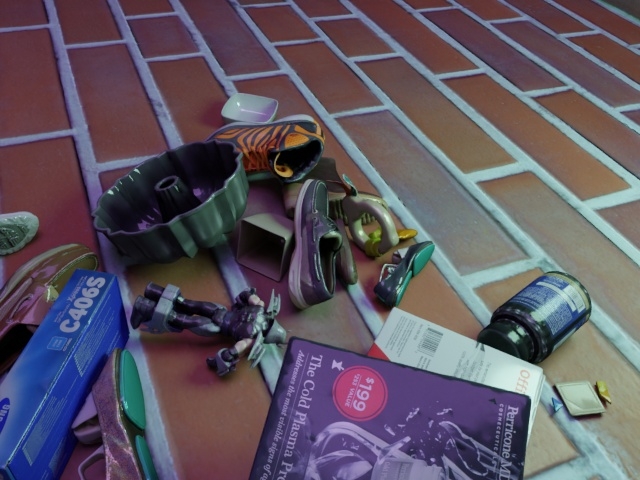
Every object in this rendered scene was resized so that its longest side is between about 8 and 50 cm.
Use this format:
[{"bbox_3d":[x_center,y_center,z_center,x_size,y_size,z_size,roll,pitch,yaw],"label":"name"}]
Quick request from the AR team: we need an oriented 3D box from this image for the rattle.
[{"bbox_3d":[0.119,-0.075,1.294,0.142,0.130,0.200,-30,81,-19],"label":"rattle"}]

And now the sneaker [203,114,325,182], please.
[{"bbox_3d":[-0.145,-0.201,1.388,0.321,0.125,0.180,-18,33,2],"label":"sneaker"}]

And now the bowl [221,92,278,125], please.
[{"bbox_3d":[-0.195,-0.348,1.651,0.142,0.053,0.142,11,41,6],"label":"bowl"}]

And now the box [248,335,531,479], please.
[{"bbox_3d":[0.069,0.336,0.747,0.312,0.179,0.343,13,66,7],"label":"box"}]

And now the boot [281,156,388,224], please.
[{"bbox_3d":[0.034,-0.136,1.412,0.248,0.090,0.207,2,44,1],"label":"boot"}]

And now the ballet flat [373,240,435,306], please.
[{"bbox_3d":[0.170,0.056,1.235,0.074,0.074,0.203,25,48,20],"label":"ballet flat"}]

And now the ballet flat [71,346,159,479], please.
[{"bbox_3d":[-0.314,0.300,0.892,0.106,0.107,0.316,-22,47,-9],"label":"ballet flat"}]

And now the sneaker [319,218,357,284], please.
[{"bbox_3d":[0.032,0.030,1.264,0.071,0.066,0.188,-16,40,4],"label":"sneaker"}]

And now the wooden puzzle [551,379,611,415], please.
[{"bbox_3d":[0.462,0.281,1.058,0.116,0.014,0.078,2,38,-5],"label":"wooden puzzle"}]

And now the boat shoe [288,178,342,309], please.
[{"bbox_3d":[0.000,0.000,1.198,0.092,0.103,0.285,-9,57,25],"label":"boat shoe"}]

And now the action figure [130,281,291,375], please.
[{"bbox_3d":[-0.188,0.147,1.080,0.285,0.099,0.185,14,35,3],"label":"action figure"}]

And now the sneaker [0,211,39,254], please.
[{"bbox_3d":[-0.702,-0.018,1.209,0.232,0.090,0.115,-23,46,-29],"label":"sneaker"}]

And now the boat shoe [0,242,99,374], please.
[{"bbox_3d":[-0.514,0.139,1.044,0.120,0.122,0.324,31,56,18],"label":"boat shoe"}]

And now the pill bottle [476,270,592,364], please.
[{"bbox_3d":[0.397,0.154,1.108,0.219,0.123,0.123,-27,51,-31],"label":"pill bottle"}]

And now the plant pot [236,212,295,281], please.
[{"bbox_3d":[-0.100,0.002,1.245,0.109,0.109,0.096,23,33,19],"label":"plant pot"}]

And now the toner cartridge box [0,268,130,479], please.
[{"bbox_3d":[-0.404,0.223,0.917,0.075,0.165,0.348,8,41,4],"label":"toner cartridge box"}]

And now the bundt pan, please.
[{"bbox_3d":[-0.292,-0.071,1.232,0.330,0.124,0.331,-15,35,11],"label":"bundt pan"}]

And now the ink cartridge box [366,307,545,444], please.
[{"bbox_3d":[0.203,0.258,0.979,0.273,0.114,0.197,21,44,17],"label":"ink cartridge box"}]
